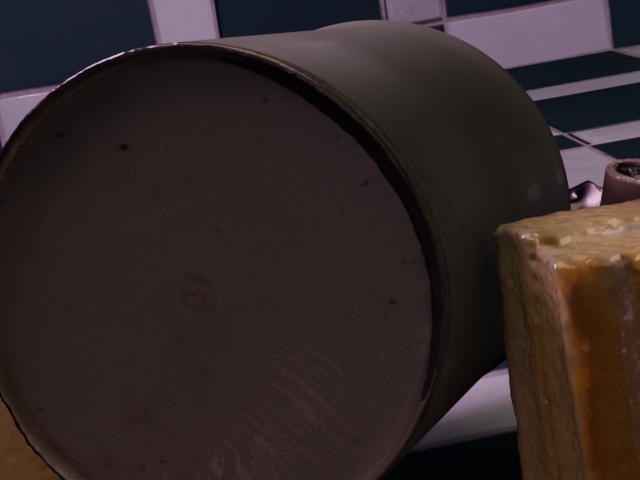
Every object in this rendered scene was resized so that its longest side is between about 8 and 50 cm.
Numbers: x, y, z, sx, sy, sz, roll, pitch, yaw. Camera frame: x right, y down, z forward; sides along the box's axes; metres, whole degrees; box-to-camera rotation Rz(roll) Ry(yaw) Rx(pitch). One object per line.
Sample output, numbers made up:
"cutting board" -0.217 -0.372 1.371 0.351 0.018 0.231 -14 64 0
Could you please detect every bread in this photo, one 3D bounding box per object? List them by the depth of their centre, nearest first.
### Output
"bread" 0.224 0.099 0.664 0.239 0.246 0.111 -9 11 -9

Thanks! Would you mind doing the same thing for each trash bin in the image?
"trash bin" 0.000 0.000 0.827 0.280 0.280 0.432 -5 6 17

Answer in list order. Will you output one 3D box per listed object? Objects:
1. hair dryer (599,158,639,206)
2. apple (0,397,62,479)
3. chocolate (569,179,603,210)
"hair dryer" 0.284 0.062 0.935 0.220 0.195 0.054 23 31 40
"apple" -0.257 0.138 0.924 0.309 0.314 0.252 8 64 49
"chocolate" 0.200 0.047 1.145 0.133 0.156 0.156 -31 20 -17
